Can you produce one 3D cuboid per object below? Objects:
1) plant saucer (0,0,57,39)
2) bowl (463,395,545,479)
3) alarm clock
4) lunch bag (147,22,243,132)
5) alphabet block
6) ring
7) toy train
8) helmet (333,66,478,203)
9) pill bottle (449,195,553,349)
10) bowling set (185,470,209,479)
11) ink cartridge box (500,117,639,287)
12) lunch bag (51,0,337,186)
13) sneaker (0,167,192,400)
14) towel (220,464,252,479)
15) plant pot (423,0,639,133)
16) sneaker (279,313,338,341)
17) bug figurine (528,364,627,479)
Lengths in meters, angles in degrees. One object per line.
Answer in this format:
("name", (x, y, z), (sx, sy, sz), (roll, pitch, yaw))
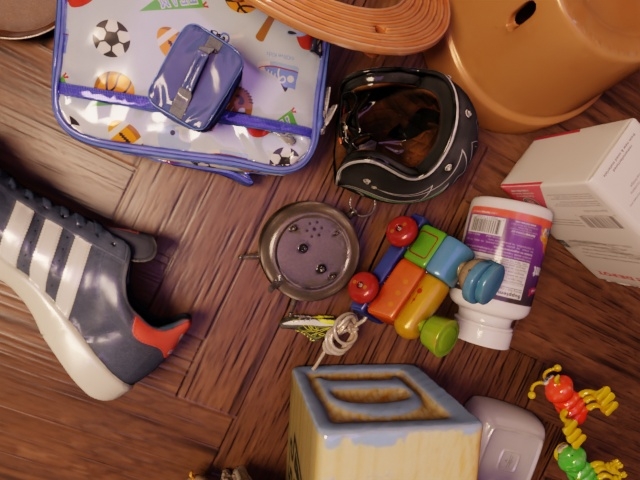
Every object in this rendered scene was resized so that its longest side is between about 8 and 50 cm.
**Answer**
("plant saucer", (-0.349, -0.307, 0.504), (0.168, 0.029, 0.168), (-1, 95, -11))
("bowl", (0.267, 0.319, 0.680), (0.142, 0.053, 0.142), (21, 92, -12))
("alarm clock", (0.000, 0.000, 0.592), (0.192, 0.064, 0.129), (-42, 102, -9))
("lunch bag", (-0.116, -0.157, 0.439), (0.067, 0.065, 0.098), (28, 96, -16))
("alphabet block", (0.062, 0.280, 0.561), (0.192, 0.193, 0.197), (2, 95, -11))
("ring", (-0.007, -0.313, 0.490), (0.337, 0.032, 0.336), (13, 54, -18))
("toy train", (0.106, 0.099, 0.564), (0.248, 0.143, 0.105), (-55, 135, -3))
("helmet", (0.100, -0.121, 0.543), (0.162, 0.169, 0.169), (3, 94, -2))
("pill bottle", (0.240, 0.044, 0.621), (0.108, 0.108, 0.193), (13, 93, -13))
("bowling set", (-0.182, 0.443, 0.567), (0.200, 0.154, 0.287), (-18, 100, 9))
("ink cartridge box", (0.399, -0.039, 0.615), (0.237, 0.172, 0.100), (38, 86, -13))
("lunch bag", (-0.130, -0.192, 0.520), (0.303, 0.115, 0.243), (8, 95, -12))
("sneaker", (-0.278, 0.001, 0.505), (0.148, 0.131, 0.350), (-36, 107, -14))
("towel", (-0.049, 0.381, 0.499), (0.049, 0.282, 0.187), (-29, 100, -13))
("plant pot", (0.297, -0.293, 0.556), (0.291, 0.203, 0.290), (-1, 94, -11))
("sneaker", (-0.014, 0.120, 0.612), (0.083, 0.031, 0.035), (3, 95, -12))
("bug figurine", (0.293, 0.317, 0.621), (0.279, 0.072, 0.216), (-37, 107, -11))
